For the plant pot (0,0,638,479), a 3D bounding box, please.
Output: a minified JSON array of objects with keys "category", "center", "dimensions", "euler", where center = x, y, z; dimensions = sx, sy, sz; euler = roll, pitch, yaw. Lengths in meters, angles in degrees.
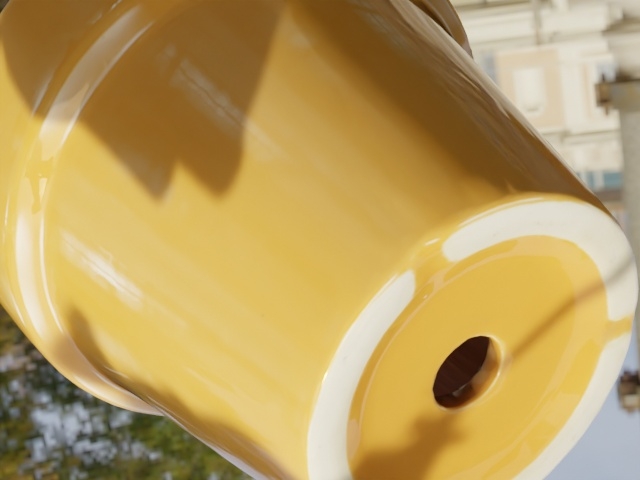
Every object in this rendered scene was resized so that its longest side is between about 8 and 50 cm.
[{"category":"plant pot","center":[0.000,0.000,0.481],"dimensions":[0.205,0.205,0.188],"euler":[-15,-144,-28]}]
